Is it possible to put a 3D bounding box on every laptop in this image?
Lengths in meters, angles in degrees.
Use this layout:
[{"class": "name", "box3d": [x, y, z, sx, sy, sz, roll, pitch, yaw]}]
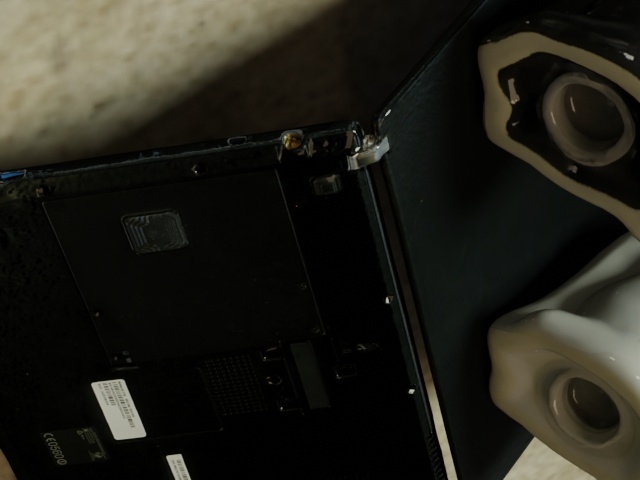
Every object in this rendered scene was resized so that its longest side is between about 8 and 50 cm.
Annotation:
[{"class": "laptop", "box3d": [0.000, 0.000, 0.748, 0.264, 0.136, 0.234, -8, 136, 8]}]

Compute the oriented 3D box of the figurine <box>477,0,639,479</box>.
[{"class": "figurine", "box3d": [0.159, -0.034, 0.735, 0.209, 0.092, 0.214, -38, 139, -34]}]
